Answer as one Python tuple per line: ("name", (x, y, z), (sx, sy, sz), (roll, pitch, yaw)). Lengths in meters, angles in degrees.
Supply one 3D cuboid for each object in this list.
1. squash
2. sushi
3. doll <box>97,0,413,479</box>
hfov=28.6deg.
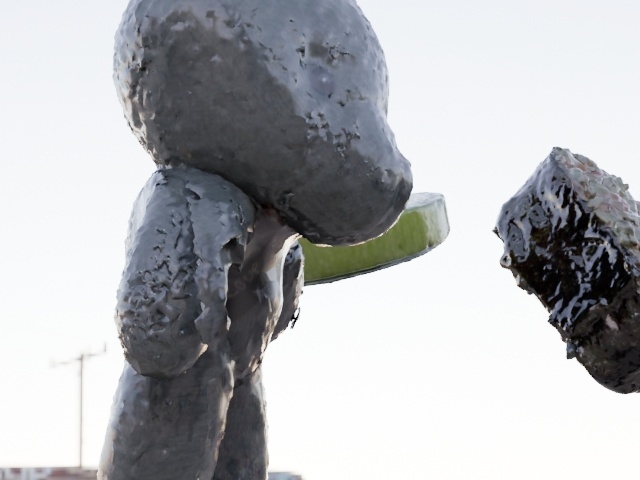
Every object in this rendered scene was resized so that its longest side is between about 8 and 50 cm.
("squash", (-0.001, -0.005, 1.027), (0.219, 0.041, 0.219), (-11, 9, 2))
("sushi", (0.165, 0.014, 0.727), (0.090, 0.150, 0.078), (19, -59, -37))
("doll", (-0.028, 0.011, 0.654), (0.158, 0.340, 0.246), (1, -8, 15))
